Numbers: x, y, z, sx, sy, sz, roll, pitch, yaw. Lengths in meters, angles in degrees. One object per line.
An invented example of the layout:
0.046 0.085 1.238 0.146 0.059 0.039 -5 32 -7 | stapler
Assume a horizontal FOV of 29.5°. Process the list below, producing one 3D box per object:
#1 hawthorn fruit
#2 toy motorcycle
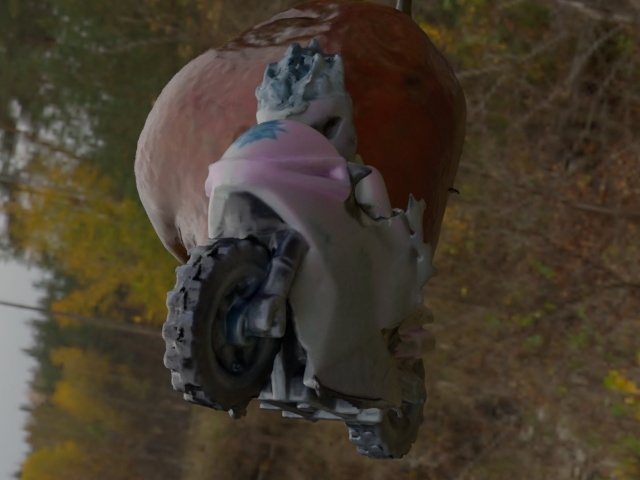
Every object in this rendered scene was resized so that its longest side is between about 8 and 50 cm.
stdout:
0.003 -0.067 0.853 0.261 0.224 0.224 -52 10 3 | hawthorn fruit
0.006 0.000 0.620 0.239 0.108 0.204 55 -142 -69 | toy motorcycle
